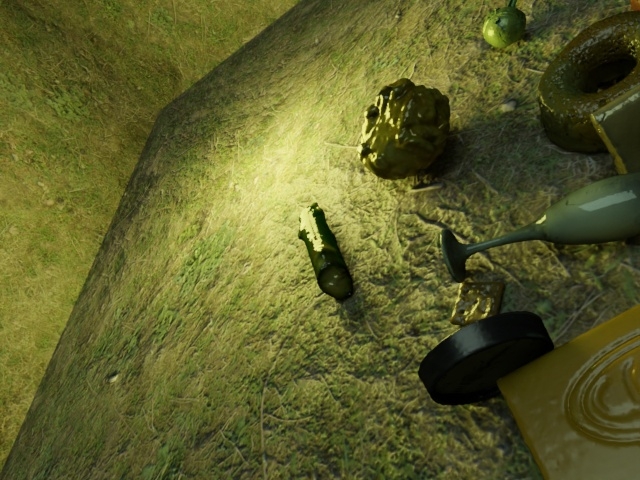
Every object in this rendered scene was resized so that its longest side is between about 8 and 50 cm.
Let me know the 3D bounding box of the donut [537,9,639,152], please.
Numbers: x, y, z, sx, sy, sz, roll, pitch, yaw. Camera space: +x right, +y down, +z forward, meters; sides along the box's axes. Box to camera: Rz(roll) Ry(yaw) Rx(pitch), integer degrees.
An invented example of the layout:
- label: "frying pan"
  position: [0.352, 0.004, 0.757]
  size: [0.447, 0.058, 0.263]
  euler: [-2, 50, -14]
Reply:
- label: "donut"
  position: [0.509, -0.283, 0.868]
  size: [0.272, 0.107, 0.272]
  euler: [-29, 39, 27]

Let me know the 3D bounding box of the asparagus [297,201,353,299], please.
- label: "asparagus"
  position: [-0.001, 0.001, 1.149]
  size: [0.082, 0.085, 0.343]
  euler: [-58, 31, 28]

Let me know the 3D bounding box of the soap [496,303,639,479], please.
- label: "soap"
  position: [0.391, 0.178, 0.558]
  size: [0.324, 0.096, 0.204]
  euler: [-36, 37, 16]

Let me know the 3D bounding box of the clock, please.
- label: "clock"
  position: [0.224, 0.165, 0.672]
  size: [0.184, 0.184, 0.040]
  euler: [-35, 48, 17]

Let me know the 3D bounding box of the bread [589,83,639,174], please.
- label: "bread"
  position: [0.519, -0.185, 0.747]
  size: [0.178, 0.140, 0.060]
  euler: [-32, 13, 19]

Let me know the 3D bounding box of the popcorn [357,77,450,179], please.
- label: "popcorn"
  position: [0.187, -0.236, 1.114]
  size: [0.266, 0.192, 0.233]
  euler: [154, 130, -65]

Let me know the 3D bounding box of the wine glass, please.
- label: "wine glass"
  position: [0.363, -0.080, 0.835]
  size: [0.309, 0.096, 0.264]
  euler: [-20, 40, 30]

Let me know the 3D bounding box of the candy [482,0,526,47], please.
- label: "candy"
  position: [0.478, -0.591, 1.230]
  size: [0.336, 0.092, 0.093]
  euler: [-62, 1, -31]

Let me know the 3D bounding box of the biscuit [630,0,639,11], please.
- label: "biscuit"
  position: [0.676, -0.482, 0.902]
  size: [0.283, 0.043, 0.306]
  euler: [12, 55, 46]

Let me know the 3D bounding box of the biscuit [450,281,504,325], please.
- label: "biscuit"
  position: [0.261, 0.104, 0.829]
  size: [0.081, 0.018, 0.083]
  euler: [-4, 53, 45]
